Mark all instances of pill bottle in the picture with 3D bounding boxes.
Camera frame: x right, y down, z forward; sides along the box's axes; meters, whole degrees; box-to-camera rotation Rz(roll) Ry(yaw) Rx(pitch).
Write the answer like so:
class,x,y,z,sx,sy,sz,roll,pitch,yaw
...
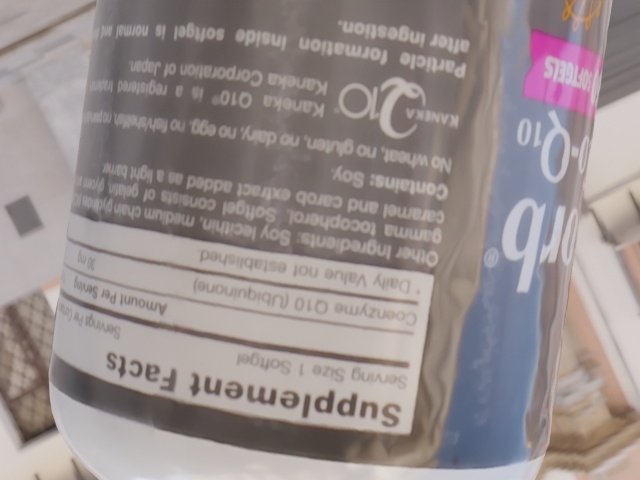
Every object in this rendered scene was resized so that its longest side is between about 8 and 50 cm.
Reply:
class,x,y,z,sx,sy,sz,roll,pitch,yaw
pill bottle,0.000,0.000,0.386,0.162,0.278,0.162,7,-177,0
